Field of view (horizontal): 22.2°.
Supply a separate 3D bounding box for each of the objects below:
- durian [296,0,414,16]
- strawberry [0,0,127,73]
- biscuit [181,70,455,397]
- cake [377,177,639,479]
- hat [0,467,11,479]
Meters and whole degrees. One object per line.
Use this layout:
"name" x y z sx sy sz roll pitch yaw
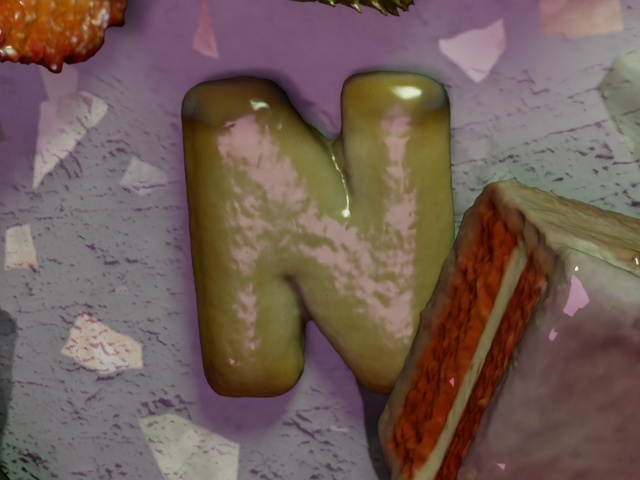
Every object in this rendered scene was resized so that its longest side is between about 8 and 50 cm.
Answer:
"durian" -0.038 -0.276 1.281 0.306 0.166 0.172 10 93 -8
"strawberry" -0.280 -0.238 1.335 0.178 0.234 0.234 -5 105 37
"biscuit" 0.000 0.000 1.415 0.237 0.062 0.290 0 105 7
"cake" 0.203 0.132 1.306 0.230 0.237 0.309 19 107 -15
"hat" -0.468 0.244 1.513 0.382 0.257 0.366 25 138 34
